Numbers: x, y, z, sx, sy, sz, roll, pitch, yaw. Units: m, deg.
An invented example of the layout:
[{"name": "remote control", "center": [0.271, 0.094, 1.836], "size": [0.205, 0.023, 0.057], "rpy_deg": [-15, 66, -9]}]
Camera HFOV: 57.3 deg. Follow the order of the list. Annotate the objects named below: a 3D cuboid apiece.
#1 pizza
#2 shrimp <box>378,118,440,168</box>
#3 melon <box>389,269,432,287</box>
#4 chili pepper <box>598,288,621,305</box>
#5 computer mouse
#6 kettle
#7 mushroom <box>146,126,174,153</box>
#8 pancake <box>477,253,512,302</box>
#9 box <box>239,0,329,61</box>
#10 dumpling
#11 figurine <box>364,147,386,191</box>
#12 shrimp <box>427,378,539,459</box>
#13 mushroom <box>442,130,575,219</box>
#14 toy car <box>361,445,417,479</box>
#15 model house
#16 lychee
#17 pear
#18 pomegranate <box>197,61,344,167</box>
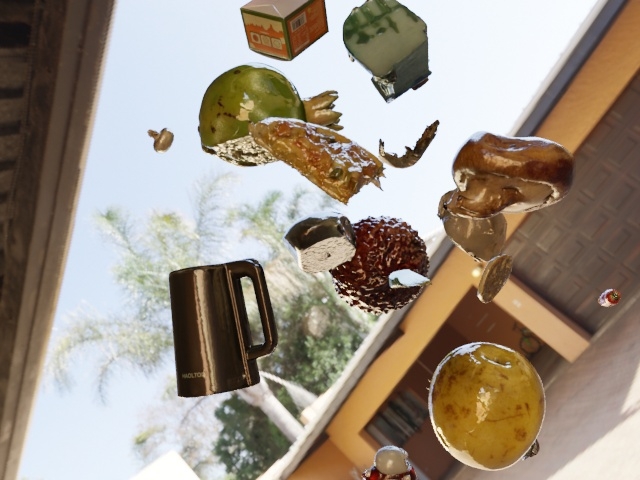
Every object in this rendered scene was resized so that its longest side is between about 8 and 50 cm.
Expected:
[{"name": "pizza", "center": [0.015, -0.139, 0.989], "size": [0.292, 0.197, 0.058], "rpy_deg": [15, -56, -32]}, {"name": "shrimp", "center": [0.240, -0.278, 1.650], "size": [0.147, 0.035, 0.195], "rpy_deg": [16, -46, -21]}, {"name": "melon", "center": [0.253, 0.124, 1.697], "size": [0.261, 0.113, 0.053], "rpy_deg": [0, -77, -68]}, {"name": "chili pepper", "center": [0.960, 0.193, 1.945], "size": [0.059, 0.050, 0.191], "rpy_deg": [-54, -16, -1]}, {"name": "computer mouse", "center": [0.001, -0.004, 1.653], "size": [0.203, 0.114, 0.374], "rpy_deg": [-23, -17, -1]}, {"name": "kettle", "center": [-0.254, 0.212, 1.430], "size": [0.203, 0.308, 0.262], "rpy_deg": [-4, -8, -35]}, {"name": "mushroom", "center": [-0.478, -0.304, 1.735], "size": [0.079, 0.085, 0.085], "rpy_deg": [26, -70, -28]}, {"name": "pancake", "center": [0.476, 0.103, 1.589], "size": [0.151, 0.025, 0.152], "rpy_deg": [-23, -54, -36]}, {"name": "box", "center": [-0.104, -0.659, 1.765], "size": [0.195, 0.177, 0.148], "rpy_deg": [-47, -34, -29]}, {"name": "dumpling", "center": [0.541, -0.065, 2.050], "size": [0.204, 0.293, 0.163], "rpy_deg": [-43, -21, 16]}, {"name": "figurine", "center": [0.147, -0.246, 2.116], "size": [0.183, 0.208, 0.129], "rpy_deg": [-17, 59, 56]}, {"name": "shrimp", "center": [0.543, 0.607, 2.005], "size": [0.166, 0.410, 0.222], "rpy_deg": [-49, -27, -55]}, {"name": "mushroom", "center": [0.515, -0.153, 1.629], "size": [0.345, 0.345, 0.260], "rpy_deg": [68, -147, -69]}, {"name": "toy car", "center": [0.175, 0.582, 1.492], "size": [0.112, 0.139, 0.112], "rpy_deg": [-123, 28, -81]}, {"name": "model house", "center": [0.242, -0.628, 2.052], "size": [0.251, 0.295, 0.329], "rpy_deg": [-41, -26, 0]}, {"name": "lychee", "center": [0.252, 0.100, 2.407], "size": [0.424, 0.425, 0.499], "rpy_deg": [-39, 23, -25]}, {"name": "pear", "center": [0.377, 0.377, 1.347], "size": [0.280, 0.280, 0.281], "rpy_deg": [-42, -20, -19]}, {"name": "pomegranate", "center": [-0.129, -0.320, 1.429], "size": [0.358, 0.216, 0.310], "rpy_deg": [-15, -9, -5]}]
